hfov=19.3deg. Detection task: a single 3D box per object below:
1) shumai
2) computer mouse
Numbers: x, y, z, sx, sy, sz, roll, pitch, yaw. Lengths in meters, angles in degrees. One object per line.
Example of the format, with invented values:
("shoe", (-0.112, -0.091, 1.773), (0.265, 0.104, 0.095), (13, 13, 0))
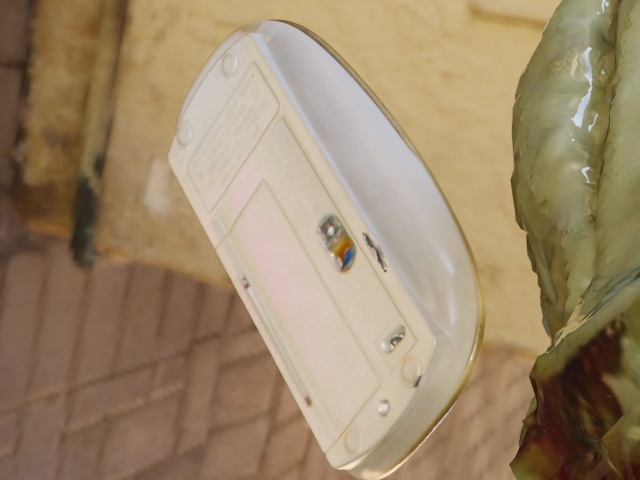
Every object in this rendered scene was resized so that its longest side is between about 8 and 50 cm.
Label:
("shumai", (0.146, -0.013, 0.570), (0.222, 0.225, 0.261), (21, 45, -56))
("computer mouse", (0.002, 0.000, 0.740), (0.045, 0.199, 0.102), (6, 132, -41))
